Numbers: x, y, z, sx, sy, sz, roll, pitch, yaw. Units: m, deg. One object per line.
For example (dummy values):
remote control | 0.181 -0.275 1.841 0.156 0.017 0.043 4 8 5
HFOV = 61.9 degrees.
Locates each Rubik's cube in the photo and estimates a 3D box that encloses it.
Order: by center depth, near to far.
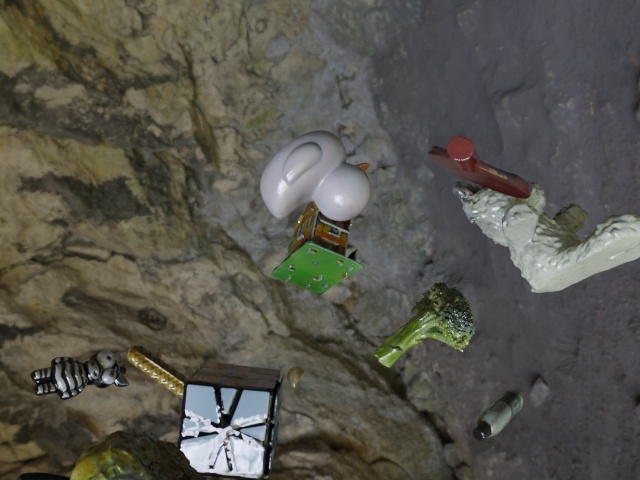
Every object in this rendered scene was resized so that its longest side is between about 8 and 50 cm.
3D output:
Rubik's cube | -0.274 0.559 1.683 0.283 0.293 0.288 34 -119 -87

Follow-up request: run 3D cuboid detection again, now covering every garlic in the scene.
garlic | -0.082 0.448 1.782 0.053 0.041 0.083 56 -146 0

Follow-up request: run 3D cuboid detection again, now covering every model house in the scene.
model house | 0.000 0.000 2.011 0.357 0.242 0.313 -43 28 53

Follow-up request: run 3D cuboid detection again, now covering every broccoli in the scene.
broccoli | 0.413 0.341 2.046 0.275 0.397 0.353 54 151 15

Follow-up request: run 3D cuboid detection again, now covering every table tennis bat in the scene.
table tennis bat | 0.274 -0.126 0.949 0.310 0.200 0.038 12 -77 -66

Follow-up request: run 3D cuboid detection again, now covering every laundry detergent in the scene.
laundry detergent | 0.503 0.510 1.532 0.070 0.225 0.099 47 128 22

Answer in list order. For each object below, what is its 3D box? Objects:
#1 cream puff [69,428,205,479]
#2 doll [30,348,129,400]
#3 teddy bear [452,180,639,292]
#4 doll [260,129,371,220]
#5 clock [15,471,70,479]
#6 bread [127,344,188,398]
cream puff | -0.340 0.484 0.984 0.282 0.185 0.282 39 177 3
doll | -0.504 0.285 1.144 0.219 0.067 0.091 5 -122 -57
teddy bear | 0.522 -0.077 1.243 0.375 0.327 0.362 -45 53 47
doll | -0.002 -0.122 1.210 0.221 0.251 0.221 54 166 20
clock | -0.761 0.716 1.531 0.226 0.226 0.049 83 -160 -70
bread | -0.654 0.565 2.250 0.367 0.084 0.077 39 161 -10
